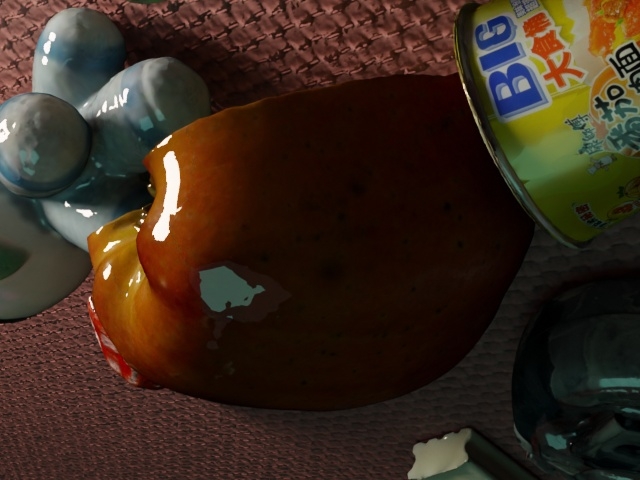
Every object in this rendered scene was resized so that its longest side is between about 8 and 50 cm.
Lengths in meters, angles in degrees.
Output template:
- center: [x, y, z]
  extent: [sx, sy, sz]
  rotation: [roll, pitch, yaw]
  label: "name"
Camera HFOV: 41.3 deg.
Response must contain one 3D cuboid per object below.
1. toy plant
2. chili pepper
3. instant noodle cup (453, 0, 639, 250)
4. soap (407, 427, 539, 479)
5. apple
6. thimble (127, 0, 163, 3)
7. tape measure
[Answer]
- center: [-0.228, -0.074, 0.802]
  extent: [0.332, 0.247, 0.247]
  rotation: [-22, 125, 32]
  label: "toy plant"
- center: [-0.239, 0.138, 1.123]
  extent: [0.144, 0.136, 0.252]
  rotation: [1, 153, -18]
  label: "chili pepper"
- center: [0.207, -0.114, 0.586]
  extent: [0.153, 0.205, 0.205]
  rotation: [-27, 122, 30]
  label: "instant noodle cup"
- center: [0.230, 0.346, 1.186]
  extent: [0.198, 0.063, 0.114]
  rotation: [38, 136, -21]
  label: "soap"
- center: [0.000, 0.000, 0.706]
  extent: [0.295, 0.365, 0.328]
  rotation: [29, 117, 46]
  label: "apple"
- center: [-0.126, -0.279, 0.557]
  extent: [0.219, 0.150, 0.219]
  rotation: [11, 140, 10]
  label: "thimble"
- center: [0.335, 0.164, 0.870]
  extent: [0.275, 0.147, 0.256]
  rotation: [23, 140, -5]
  label: "tape measure"
